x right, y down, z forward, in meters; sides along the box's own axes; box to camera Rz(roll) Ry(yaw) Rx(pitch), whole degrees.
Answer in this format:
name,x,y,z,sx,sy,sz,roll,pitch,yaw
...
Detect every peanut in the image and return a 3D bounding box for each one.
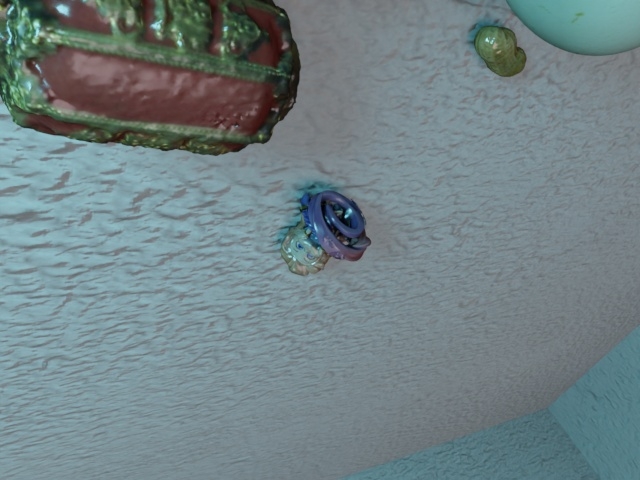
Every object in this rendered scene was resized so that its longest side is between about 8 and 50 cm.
name,x,y,z,sx,sy,sz,roll,pitch,yaw
peanut,0.248,-0.257,0.784,0.054,0.054,0.113,-46,145,21

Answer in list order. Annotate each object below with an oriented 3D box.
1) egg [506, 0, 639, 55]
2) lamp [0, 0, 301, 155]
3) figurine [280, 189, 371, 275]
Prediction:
name,x,y,z,sx,sy,sz,roll,pitch,yaw
egg,0.266,-0.338,0.544,0.230,0.230,0.371,-37,139,8
lamp,-0.150,-0.167,0.502,0.273,0.177,0.177,2,133,-37
figurine,0.006,-0.008,0.875,0.114,0.126,0.157,-59,-171,-32
